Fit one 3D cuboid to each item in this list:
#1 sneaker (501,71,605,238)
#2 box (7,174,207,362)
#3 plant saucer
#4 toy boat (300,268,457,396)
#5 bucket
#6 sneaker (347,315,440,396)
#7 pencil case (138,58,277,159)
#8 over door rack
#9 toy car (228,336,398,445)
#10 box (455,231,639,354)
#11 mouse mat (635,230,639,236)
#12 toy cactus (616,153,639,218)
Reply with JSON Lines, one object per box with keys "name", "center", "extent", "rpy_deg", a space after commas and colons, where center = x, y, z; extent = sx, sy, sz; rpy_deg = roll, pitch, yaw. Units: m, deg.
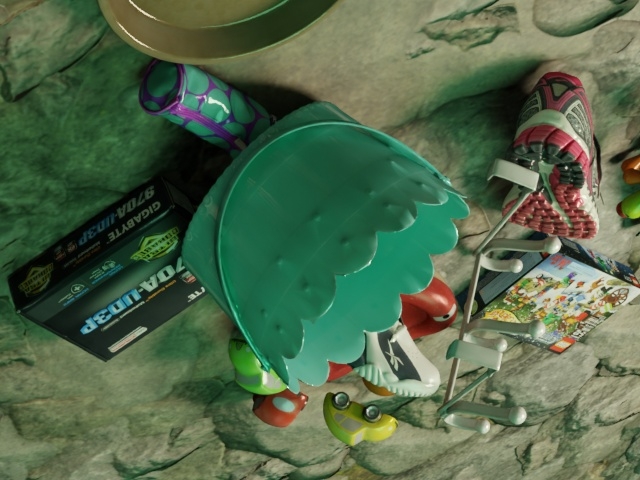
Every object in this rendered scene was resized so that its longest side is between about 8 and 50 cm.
{"name": "sneaker", "center": [0.284, -0.087, 1.910], "extent": [0.121, 0.112, 0.299], "rpy_deg": [12, 159, 9]}
{"name": "box", "center": [-0.212, 0.035, 1.812], "extent": [0.220, 0.051, 0.175], "rpy_deg": [-33, 145, 12]}
{"name": "plant saucer", "center": [-0.078, -0.273, 1.484], "extent": [0.278, 0.041, 0.278], "rpy_deg": [-17, 146, -12]}
{"name": "toy boat", "center": [0.067, 0.127, 2.023], "extent": [0.231, 0.151, 0.151], "rpy_deg": [-28, 147, 6]}
{"name": "bucket", "center": [0.000, 0.000, 1.700], "extent": [0.281, 0.183, 0.281], "rpy_deg": [-43, 163, -17]}
{"name": "sneaker", "center": [0.071, 0.067, 1.909], "extent": [0.153, 0.235, 0.094], "rpy_deg": [-56, 164, 22]}
{"name": "pencil case", "center": [-0.114, -0.132, 1.627], "extent": [0.064, 0.070, 0.152], "rpy_deg": [-39, 143, 21]}
{"name": "over door rack", "center": [0.215, 0.082, 1.892], "extent": [0.108, 0.239, 0.324], "rpy_deg": [12, 161, 6]}
{"name": "toy car", "center": [-0.046, 0.191, 2.023], "extent": [0.239, 0.053, 0.225], "rpy_deg": [7, 156, 41]}
{"name": "box", "center": [0.315, 0.073, 2.199], "extent": [0.159, 0.044, 0.233], "rpy_deg": [-42, 143, 24]}
{"name": "mouse mat", "center": [0.499, -0.053, 2.094], "extent": [0.153, 0.007, 0.189], "rpy_deg": [-24, 174, -12]}
{"name": "toy cactus", "center": [0.449, -0.102, 1.954], "extent": [0.219, 0.112, 0.180], "rpy_deg": [-36, 177, 7]}
